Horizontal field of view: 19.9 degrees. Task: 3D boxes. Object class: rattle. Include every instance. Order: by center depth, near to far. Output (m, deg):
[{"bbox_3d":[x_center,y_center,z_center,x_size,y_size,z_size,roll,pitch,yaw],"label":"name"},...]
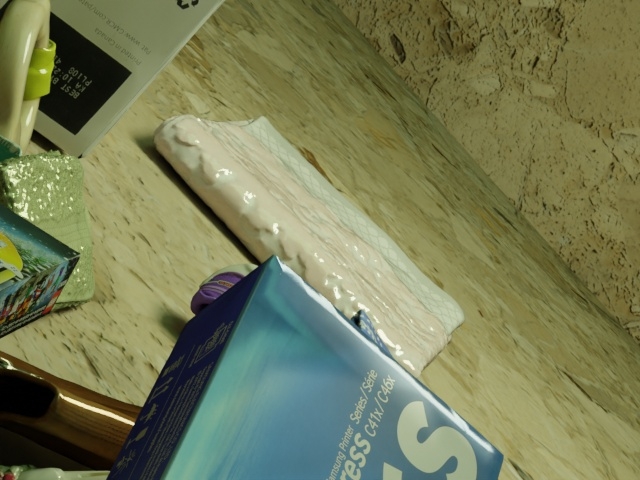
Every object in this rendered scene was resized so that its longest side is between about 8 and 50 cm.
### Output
[{"bbox_3d":[-0.263,-0.097,1.286,0.142,0.130,0.200,23,50,-14],"label":"rattle"}]

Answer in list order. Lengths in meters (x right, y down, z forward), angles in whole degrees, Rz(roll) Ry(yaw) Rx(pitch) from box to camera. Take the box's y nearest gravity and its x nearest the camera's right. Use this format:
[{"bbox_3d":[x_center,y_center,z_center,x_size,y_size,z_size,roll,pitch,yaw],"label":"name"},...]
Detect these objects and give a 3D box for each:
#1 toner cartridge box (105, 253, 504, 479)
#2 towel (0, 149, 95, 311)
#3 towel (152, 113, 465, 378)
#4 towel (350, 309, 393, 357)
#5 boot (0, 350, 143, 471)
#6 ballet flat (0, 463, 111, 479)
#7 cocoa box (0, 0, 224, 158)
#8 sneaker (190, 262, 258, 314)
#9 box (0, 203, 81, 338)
[{"bbox_3d":[-0.033,0.177,0.790,0.165,0.075,0.348,40,39,-14],"label":"toner cartridge box"},{"bbox_3d":[-0.180,-0.006,1.200,0.148,0.027,0.110,-17,100,-78],"label":"towel"},{"bbox_3d":[0.000,0.000,1.799,0.332,0.053,0.317,45,13,6],"label":"towel"},{"bbox_3d":[0.108,0.204,1.457,0.243,0.040,0.336,50,11,-17],"label":"towel"},{"bbox_3d":[-0.045,0.124,0.998,0.264,0.096,0.280,21,-10,48],"label":"boot"},{"bbox_3d":[-0.103,0.160,0.930,0.241,0.077,0.091,34,19,-35],"label":"ballet flat"},{"bbox_3d":[-0.266,-0.281,1.457,0.347,0.231,0.228,37,14,-31],"label":"cocoa box"},{"bbox_3d":[-0.042,0.101,1.374,0.071,0.068,0.170,-31,82,-40],"label":"sneaker"},{"bbox_3d":[-0.259,-0.024,0.983,0.233,0.044,0.159,32,12,6],"label":"box"}]
